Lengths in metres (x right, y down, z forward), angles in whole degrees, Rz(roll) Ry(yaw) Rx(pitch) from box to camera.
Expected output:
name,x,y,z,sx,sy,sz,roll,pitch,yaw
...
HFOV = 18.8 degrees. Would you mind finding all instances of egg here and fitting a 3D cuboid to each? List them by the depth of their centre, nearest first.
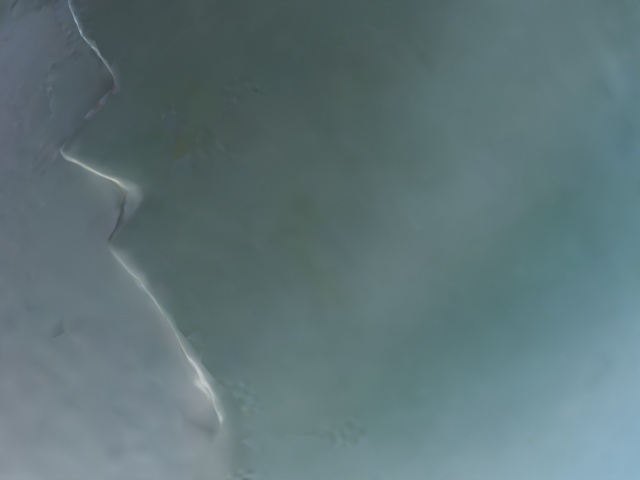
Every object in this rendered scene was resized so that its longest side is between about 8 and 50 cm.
name,x,y,z,sx,sy,sz,roll,pitch,yaw
egg,0.000,0.000,0.589,0.336,0.278,0.278,-30,-117,-16
